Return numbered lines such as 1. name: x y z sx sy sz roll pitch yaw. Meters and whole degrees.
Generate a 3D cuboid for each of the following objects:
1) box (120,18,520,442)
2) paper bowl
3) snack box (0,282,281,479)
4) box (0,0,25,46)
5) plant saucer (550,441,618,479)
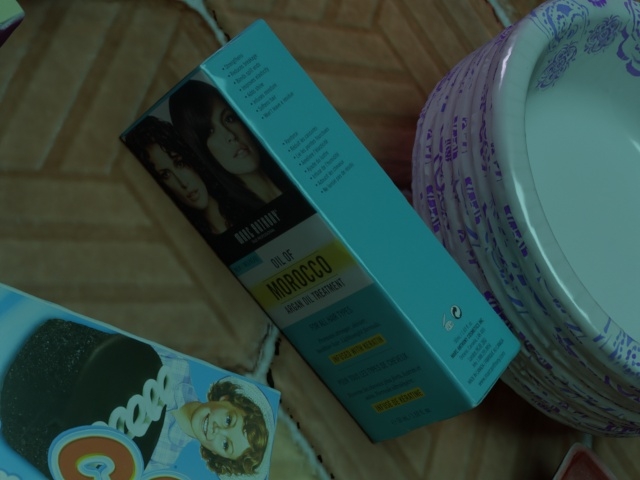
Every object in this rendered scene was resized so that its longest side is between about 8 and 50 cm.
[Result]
1. box: 0.000 0.000 0.760 0.244 0.100 0.060 51 50 -7
2. paper bowl: 0.180 -0.010 0.868 0.284 0.148 0.284 15 63 -31
3. snack box: -0.130 0.193 0.603 0.187 0.060 0.321 24 57 -27
4. box: -0.302 -0.134 0.582 0.213 0.117 0.243 -40 97 -40
5. plant saucer: 0.173 0.302 0.792 0.259 0.048 0.258 49 50 -10
